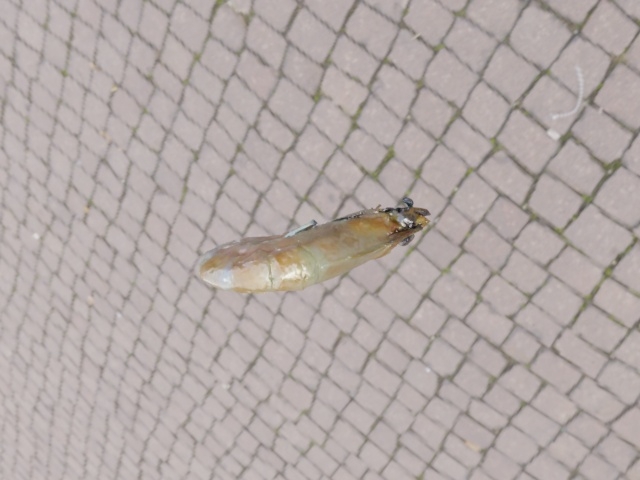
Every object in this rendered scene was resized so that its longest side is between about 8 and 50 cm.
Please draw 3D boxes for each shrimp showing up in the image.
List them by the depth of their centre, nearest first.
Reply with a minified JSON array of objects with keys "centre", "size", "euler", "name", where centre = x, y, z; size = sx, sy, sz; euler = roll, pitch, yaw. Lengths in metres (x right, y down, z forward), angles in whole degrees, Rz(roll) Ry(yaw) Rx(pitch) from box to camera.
[{"centre":[0.000,0.000,0.678],"size":[0.101,0.190,0.042],"euler":[-146,45,-61],"name":"shrimp"}]
